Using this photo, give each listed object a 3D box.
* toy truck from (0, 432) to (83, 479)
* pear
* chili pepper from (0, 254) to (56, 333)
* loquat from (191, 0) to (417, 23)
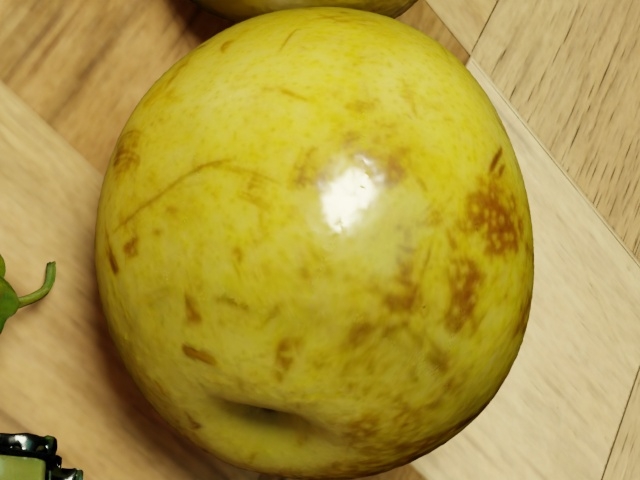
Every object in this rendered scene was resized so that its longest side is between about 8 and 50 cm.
[{"bbox_3d":[-0.224,0.150,0.583,0.257,0.127,0.127,13,75,-36],"label":"toy truck"},{"bbox_3d":[0.000,0.000,0.718,0.280,0.280,0.281,9,76,-41],"label":"pear"},{"bbox_3d":[-0.217,0.028,0.641,0.204,0.072,0.073,6,66,-38],"label":"chili pepper"},{"bbox_3d":[0.005,-0.237,0.775,0.213,0.246,0.214,13,70,-39],"label":"loquat"}]
